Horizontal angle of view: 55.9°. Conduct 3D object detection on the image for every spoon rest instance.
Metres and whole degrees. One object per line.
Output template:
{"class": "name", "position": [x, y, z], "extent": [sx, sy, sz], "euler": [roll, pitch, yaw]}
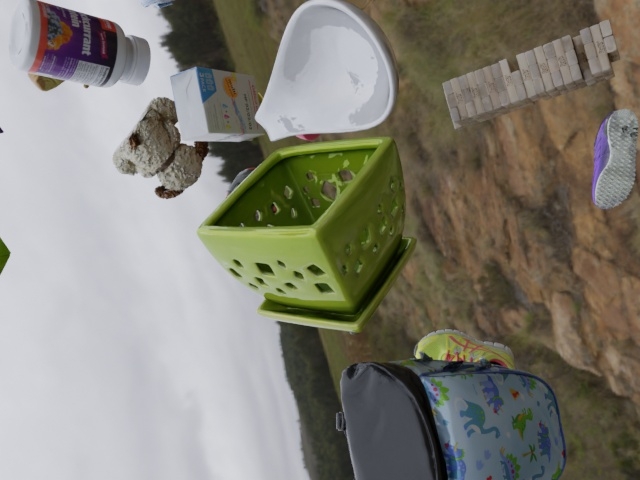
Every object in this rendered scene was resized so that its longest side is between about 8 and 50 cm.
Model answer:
{"class": "spoon rest", "position": [-0.008, -0.163, 0.660], "extent": [0.137, 0.084, 0.276], "euler": [52, 159, -9]}

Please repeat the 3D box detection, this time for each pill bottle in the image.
{"class": "pill bottle", "position": [-0.375, -0.303, 0.953], "extent": [0.108, 0.193, 0.108], "euler": [-2, 88, 47]}

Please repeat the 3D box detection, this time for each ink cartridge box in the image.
{"class": "ink cartridge box", "position": [-0.155, -0.221, 1.001], "extent": [0.181, 0.062, 0.104], "euler": [-15, -85, -57]}

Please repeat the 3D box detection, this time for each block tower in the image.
{"class": "block tower", "position": [0.409, -0.319, 1.200], "extent": [0.097, 0.335, 0.091], "euler": [-4, -101, -60]}

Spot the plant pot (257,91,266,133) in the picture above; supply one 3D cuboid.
{"class": "plant pot", "position": [-0.167, -0.294, 1.458], "extent": [0.083, 0.081, 0.081], "euler": [85, 160, -45]}

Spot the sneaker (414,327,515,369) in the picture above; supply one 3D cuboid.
{"class": "sneaker", "position": [0.288, 0.235, 1.182], "extent": [0.094, 0.209, 0.081], "euler": [-87, 5, -64]}

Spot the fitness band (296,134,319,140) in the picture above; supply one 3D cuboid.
{"class": "fitness band", "position": [-0.001, -0.404, 1.576], "extent": [0.209, 0.054, 0.290], "euler": [-31, -39, -71]}

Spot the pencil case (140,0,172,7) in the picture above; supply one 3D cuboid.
{"class": "pencil case", "position": [-0.313, -0.544, 1.032], "extent": [0.113, 0.124, 0.273], "euler": [-42, -62, -40]}

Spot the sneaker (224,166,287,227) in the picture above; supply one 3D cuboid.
{"class": "sneaker", "position": [-0.117, -0.062, 1.145], "extent": [0.276, 0.098, 0.135], "euler": [93, -169, -58]}

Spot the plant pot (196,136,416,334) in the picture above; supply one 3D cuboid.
{"class": "plant pot", "position": [0.000, 0.000, 0.879], "extent": [0.228, 0.227, 0.207], "euler": [-50, -52, -37]}

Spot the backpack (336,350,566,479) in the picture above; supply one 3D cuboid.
{"class": "backpack", "position": [0.232, 0.325, 0.992], "extent": [0.355, 0.273, 0.290], "euler": [15, -119, -52]}

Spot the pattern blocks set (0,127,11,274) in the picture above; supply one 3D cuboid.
{"class": "pattern blocks set", "position": [-0.434, -0.013, 0.588], "extent": [0.324, 0.026, 0.285], "euler": [-66, -28, -17]}

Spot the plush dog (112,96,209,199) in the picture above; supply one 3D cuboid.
{"class": "plush dog", "position": [-0.435, -0.240, 1.696], "extent": [0.225, 0.262, 0.210], "euler": [35, -172, -23]}

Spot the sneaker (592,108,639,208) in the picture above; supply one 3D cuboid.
{"class": "sneaker", "position": [0.870, -0.243, 1.808], "extent": [0.146, 0.102, 0.293], "euler": [-67, -17, -78]}

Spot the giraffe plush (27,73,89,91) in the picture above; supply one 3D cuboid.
{"class": "giraffe plush", "position": [-0.660, -0.479, 1.481], "extent": [0.170, 0.210, 0.181], "euler": [35, 116, 27]}

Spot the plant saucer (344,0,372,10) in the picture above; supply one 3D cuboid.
{"class": "plant saucer", "position": [0.071, -0.519, 1.272], "extent": [0.015, 0.083, 0.083], "euler": [131, 128, -83]}
